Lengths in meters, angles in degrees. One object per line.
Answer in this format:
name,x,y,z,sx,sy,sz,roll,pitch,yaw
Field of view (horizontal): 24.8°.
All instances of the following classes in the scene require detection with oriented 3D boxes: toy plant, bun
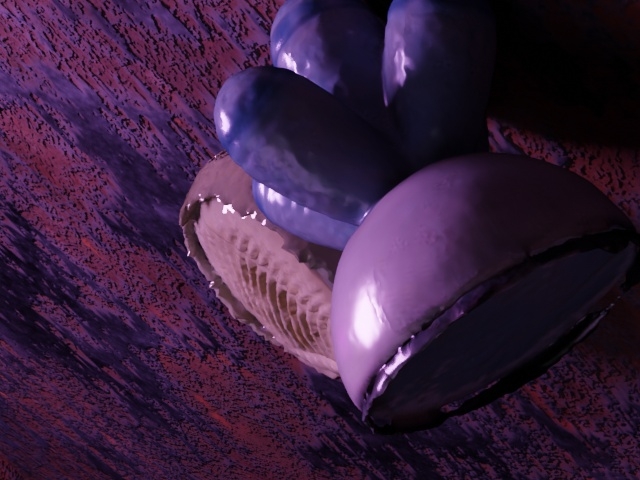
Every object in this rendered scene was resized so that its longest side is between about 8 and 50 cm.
toy plant,0.055,-0.054,1.052,0.332,0.247,0.247,58,163,25
bun,0.000,0.000,1.310,0.259,0.152,0.259,37,158,18
